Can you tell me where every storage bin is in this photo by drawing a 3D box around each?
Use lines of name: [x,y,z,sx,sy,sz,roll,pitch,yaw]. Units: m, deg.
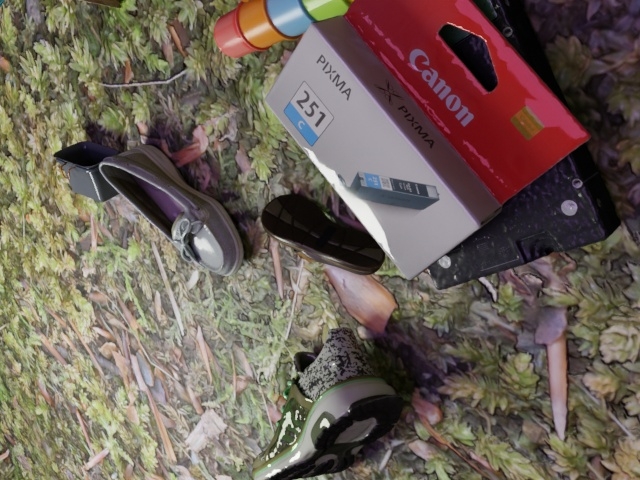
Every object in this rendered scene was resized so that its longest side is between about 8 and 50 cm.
storage bin: [-0.468,-0.134,1.297,0.135,0.098,0.091,18,129,34]

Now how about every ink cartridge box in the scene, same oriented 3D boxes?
ink cartridge box: [0.096,-0.138,0.717,0.296,0.066,0.261,51,137,7]

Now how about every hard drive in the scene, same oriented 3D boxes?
hard drive: [0.172,-0.128,0.764,0.236,0.064,0.339,-25,92,44]

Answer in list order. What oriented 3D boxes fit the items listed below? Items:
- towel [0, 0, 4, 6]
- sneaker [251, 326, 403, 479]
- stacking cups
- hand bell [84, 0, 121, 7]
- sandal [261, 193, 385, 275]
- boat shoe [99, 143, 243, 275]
towel: [-0.566,-0.636,1.148,0.271,0.040,0.371,-9,87,42]
sneaker: [-0.008,0.283,1.080,0.410,0.158,0.182,-52,42,43]
stacking cups: [-0.027,-0.319,0.838,0.316,0.096,0.096,-3,106,43]
hand bell: [-0.379,-0.523,1.058,0.126,0.126,0.242,26,112,30]
sandal: [0.000,0.000,0.969,0.219,0.090,0.060,24,145,23]
boat shoe: [-0.264,-0.049,1.144,0.320,0.103,0.118,46,131,16]
